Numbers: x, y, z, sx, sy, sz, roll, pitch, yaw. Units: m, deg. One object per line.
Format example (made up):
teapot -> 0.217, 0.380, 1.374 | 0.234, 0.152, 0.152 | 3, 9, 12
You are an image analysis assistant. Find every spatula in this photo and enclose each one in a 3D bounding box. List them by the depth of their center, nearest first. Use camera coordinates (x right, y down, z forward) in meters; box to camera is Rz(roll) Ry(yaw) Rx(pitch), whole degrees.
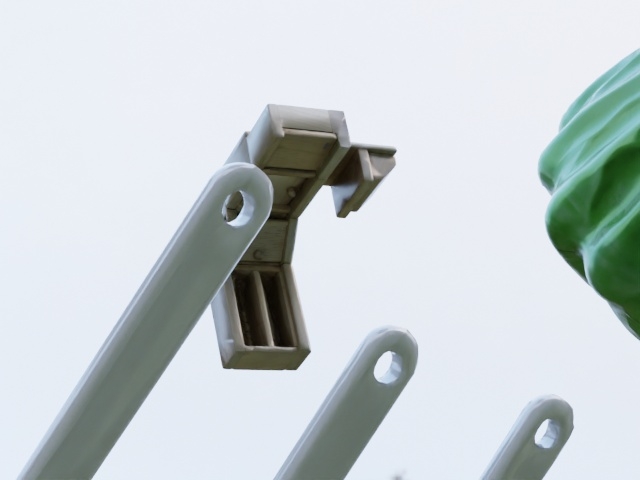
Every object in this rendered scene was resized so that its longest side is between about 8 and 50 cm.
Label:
spatula -> -0.040, 0.111, 0.392 | 0.168, 0.019, 0.242 | 38, -98, -33

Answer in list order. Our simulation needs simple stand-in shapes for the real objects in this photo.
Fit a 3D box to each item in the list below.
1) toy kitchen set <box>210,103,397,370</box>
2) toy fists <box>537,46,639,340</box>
toy kitchen set -> 0.000, 0.000, 0.666 | 0.068, 0.075, 0.083 | 3, -34, -26
toy fists -> 0.182, 0.018, 0.641 | 0.142, 0.279, 0.096 | -30, -43, 6
